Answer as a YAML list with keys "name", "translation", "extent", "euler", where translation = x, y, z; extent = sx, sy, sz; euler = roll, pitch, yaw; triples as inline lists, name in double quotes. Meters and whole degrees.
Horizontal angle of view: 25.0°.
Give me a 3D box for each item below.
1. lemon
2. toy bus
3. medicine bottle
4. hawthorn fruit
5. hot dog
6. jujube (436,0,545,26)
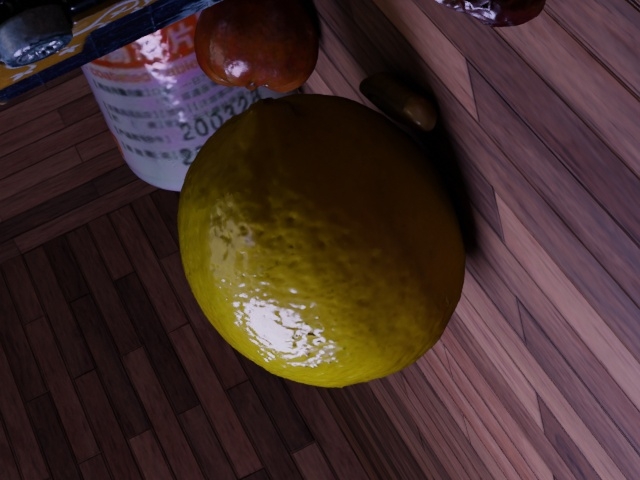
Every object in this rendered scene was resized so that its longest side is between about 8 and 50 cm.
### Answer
- name: "lemon"
  translation: [0.002, 0.003, 1.193]
  extent: [0.263, 0.236, 0.236]
  euler: [35, -176, -21]
- name: "toy bus"
  translation: [-0.173, -0.249, 1.193]
  extent: [0.162, 0.323, 0.194]
  euler: [64, 174, 3]
- name: "medicine bottle"
  translation: [-0.168, -0.256, 1.539]
  extent: [0.219, 0.219, 0.388]
  euler: [57, 169, 45]
- name: "hawthorn fruit"
  translation: [-0.067, -0.203, 1.398]
  extent: [0.140, 0.125, 0.125]
  euler: [65, 173, -18]
- name: "hot dog"
  translation: [0.061, -0.115, 1.160]
  extent: [0.044, 0.028, 0.137]
  euler: [39, -177, -18]
- name: "jujube"
  translation: [0.073, -0.163, 0.767]
  extent: [0.129, 0.077, 0.077]
  euler: [47, 165, 29]
